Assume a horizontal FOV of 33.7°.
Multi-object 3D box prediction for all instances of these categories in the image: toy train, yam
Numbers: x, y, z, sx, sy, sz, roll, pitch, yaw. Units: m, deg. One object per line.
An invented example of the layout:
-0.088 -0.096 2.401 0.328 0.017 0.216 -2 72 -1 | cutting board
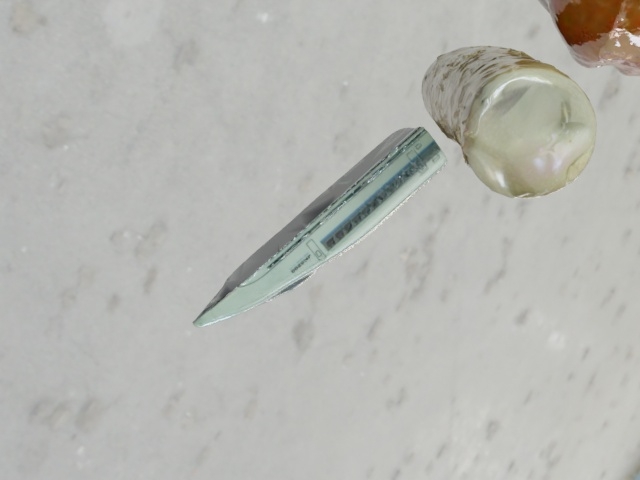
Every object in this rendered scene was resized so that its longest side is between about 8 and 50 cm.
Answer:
-0.001 0.000 0.881 0.252 0.055 0.048 -41 104 -13 | toy train
0.110 -0.085 0.668 0.357 0.081 0.081 -80 -170 -77 | yam

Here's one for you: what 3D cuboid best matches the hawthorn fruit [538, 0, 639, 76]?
0.256 -0.242 0.730 0.224 0.224 0.261 -31 152 -45 | hawthorn fruit
